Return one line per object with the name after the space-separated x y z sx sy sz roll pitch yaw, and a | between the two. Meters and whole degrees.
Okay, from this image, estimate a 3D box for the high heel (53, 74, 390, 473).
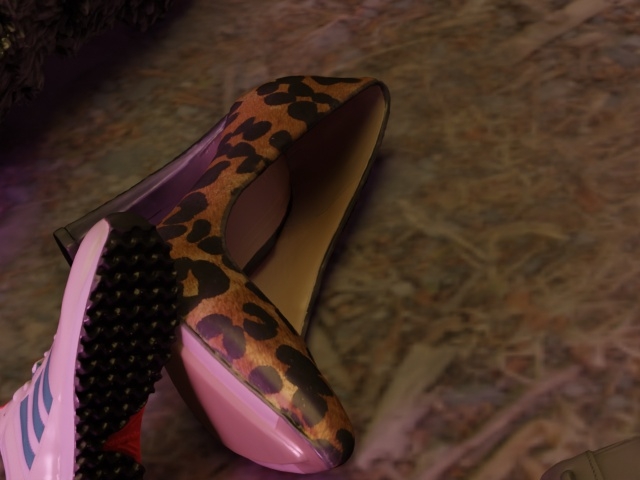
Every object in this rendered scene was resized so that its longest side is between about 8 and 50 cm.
0.000 0.000 0.820 0.186 0.093 0.261 -32 34 -14 | high heel

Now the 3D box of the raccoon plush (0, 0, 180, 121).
-0.165 -0.071 0.938 0.299 0.216 0.446 -12 63 -18 | raccoon plush

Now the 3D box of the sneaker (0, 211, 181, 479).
-0.108 0.064 0.742 0.075 0.161 0.057 14 12 37 | sneaker

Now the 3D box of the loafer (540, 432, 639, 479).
0.106 0.184 0.578 0.111 0.112 0.319 -5 32 16 | loafer
